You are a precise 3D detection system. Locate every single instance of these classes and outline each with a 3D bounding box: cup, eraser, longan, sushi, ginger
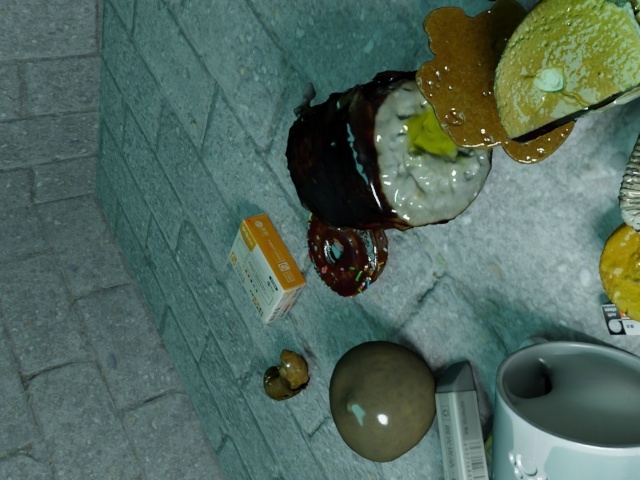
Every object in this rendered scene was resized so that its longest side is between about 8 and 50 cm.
[{"bbox_3d":[0.389,0.319,0.969,0.356,0.259,0.274,-102,9,-68],"label":"cup"},{"bbox_3d":[0.483,0.113,0.897,0.122,0.029,0.052,-18,88,58],"label":"eraser"},{"bbox_3d":[0.134,0.346,1.327,0.258,0.258,0.258,30,128,48],"label":"longan"},{"bbox_3d":[0.112,-0.155,1.102,0.294,0.299,0.281,3,91,59],"label":"sushi"},{"bbox_3d":[0.288,0.425,1.218,0.089,0.061,0.352,136,131,-66],"label":"eraser"},{"bbox_3d":[-0.112,0.434,1.893,0.133,0.107,0.309,50,147,10],"label":"ginger"}]

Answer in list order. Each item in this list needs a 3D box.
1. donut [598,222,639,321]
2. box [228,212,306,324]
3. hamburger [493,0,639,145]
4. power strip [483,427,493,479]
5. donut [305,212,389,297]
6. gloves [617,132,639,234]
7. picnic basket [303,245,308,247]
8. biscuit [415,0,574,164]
[{"bbox_3d":[0.475,0.033,0.820,0.178,0.065,0.162,-35,56,52],"label":"donut"},{"bbox_3d":[-0.170,0.086,1.837,0.274,0.091,0.221,58,144,23],"label":"box"},{"bbox_3d":[0.360,-0.255,0.777,0.288,0.167,0.192,-21,81,50],"label":"hamburger"},{"bbox_3d":[0.345,0.490,1.247,0.092,0.066,0.387,51,142,36],"label":"power strip"},{"bbox_3d":[0.064,0.014,1.423,0.235,0.089,0.235,18,116,42],"label":"donut"},{"bbox_3d":[0.483,-0.096,0.660,0.135,0.210,0.312,45,173,-8],"label":"gloves"},{"bbox_3d":[0.000,0.000,1.545,0.065,0.083,0.083,-43,65,61],"label":"picnic basket"},{"bbox_3d":[0.268,-0.247,0.941,0.208,0.041,0.290,-41,88,14],"label":"biscuit"}]
